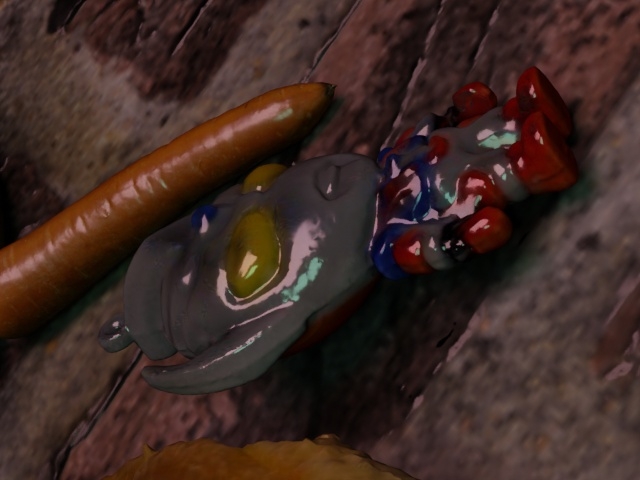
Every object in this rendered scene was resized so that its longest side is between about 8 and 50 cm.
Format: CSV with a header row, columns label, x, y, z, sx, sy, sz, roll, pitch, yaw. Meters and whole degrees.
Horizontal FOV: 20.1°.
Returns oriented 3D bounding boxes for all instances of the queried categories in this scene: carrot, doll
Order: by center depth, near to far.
label,x,y,z,sx,sy,sz,roll,pitch,yaw
doll,0.000,0.000,0.638,0.194,0.062,0.104,-25,52,22
carrot,-0.072,-0.017,0.733,0.190,0.037,0.037,-34,47,22

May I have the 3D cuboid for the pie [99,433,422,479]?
label,x,y,z,sx,sy,sz,roll,pitch,yaw
pie,-0.050,0.218,0.547,0.339,0.083,0.339,-20,57,34

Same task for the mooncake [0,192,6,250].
label,x,y,z,sx,sy,sz,roll,pitch,yaw
mooncake,-0.289,0.031,0.824,0.284,0.155,0.284,-21,55,35
